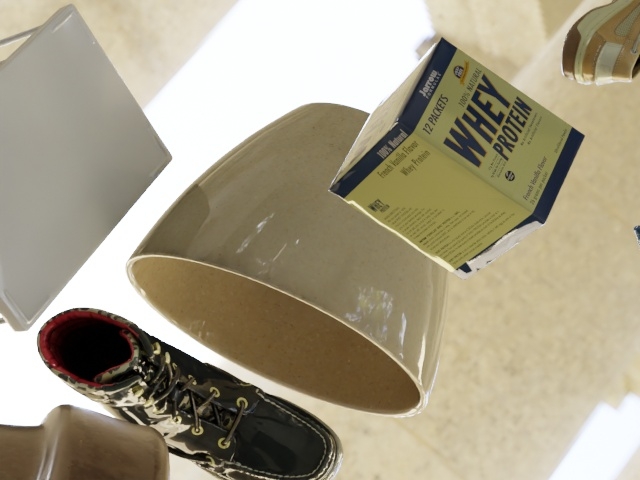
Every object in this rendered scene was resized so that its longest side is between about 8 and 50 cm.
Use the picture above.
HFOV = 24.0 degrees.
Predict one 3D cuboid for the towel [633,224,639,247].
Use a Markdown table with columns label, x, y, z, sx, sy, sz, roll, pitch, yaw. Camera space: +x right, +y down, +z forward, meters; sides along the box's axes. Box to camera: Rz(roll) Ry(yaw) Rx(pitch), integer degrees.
| label | x | y | z | sx | sy | sz | roll | pitch | yaw |
| --- | --- | --- | --- | --- | --- | --- | --- | --- | --- |
| towel | 0.300 | 0.037 | 1.258 | 0.067 | 0.029 | 0.119 | 13 | -56 | 44 |

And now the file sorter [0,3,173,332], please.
| label | x | y | z | sx | sy | sz | roll | pitch | yaw |
| --- | --- | --- | --- | --- | --- | --- | --- | --- | --- |
| file sorter | -0.318 | -0.061 | 1.477 | 0.173 | 0.277 | 0.192 | -12 | -59 | 38 |

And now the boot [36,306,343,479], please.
| label | x | y | z | sx | sy | sz | roll | pitch | yaw |
| --- | --- | --- | --- | --- | --- | --- | --- | --- | --- |
| boot | -0.108 | 0.133 | 1.225 | 0.236 | 0.085 | 0.178 | 20 | -13 | 19 |

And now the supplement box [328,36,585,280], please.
| label | x | y | z | sx | sy | sz | roll | pitch | yaw |
| --- | --- | --- | --- | --- | --- | --- | --- | --- | --- |
| supplement box | 0.064 | -0.037 | 0.721 | 0.083 | 0.056 | 0.083 | 33 | -30 | -8 |

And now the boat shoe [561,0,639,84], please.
| label | x | y | z | sx | sy | sz | roll | pitch | yaw |
| --- | --- | --- | --- | --- | --- | --- | --- | --- | --- |
| boat shoe | 0.265 | -0.170 | 1.188 | 0.072 | 0.190 | 0.068 | 20 | -43 | 32 |

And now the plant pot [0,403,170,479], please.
| label | x | y | z | sx | sy | sz | roll | pitch | yaw |
| --- | --- | --- | --- | --- | --- | --- | --- | --- | --- |
| plant pot | -0.220 | 0.174 | 0.692 | 0.229 | 0.263 | 0.263 | 23 | -16 | -13 |

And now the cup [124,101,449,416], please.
| label | x | y | z | sx | sy | sz | roll | pitch | yaw |
| --- | --- | --- | --- | --- | --- | --- | --- | --- | --- |
| cup | 0.000 | 0.000 | 1.541 | 0.331 | 0.237 | 0.331 | 22 | -19 | 8 |
